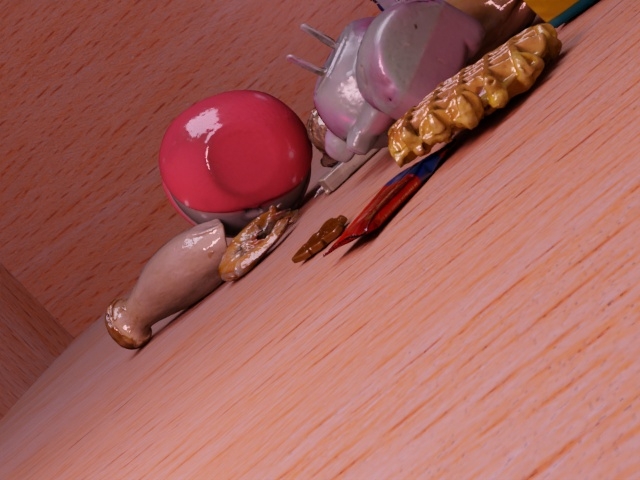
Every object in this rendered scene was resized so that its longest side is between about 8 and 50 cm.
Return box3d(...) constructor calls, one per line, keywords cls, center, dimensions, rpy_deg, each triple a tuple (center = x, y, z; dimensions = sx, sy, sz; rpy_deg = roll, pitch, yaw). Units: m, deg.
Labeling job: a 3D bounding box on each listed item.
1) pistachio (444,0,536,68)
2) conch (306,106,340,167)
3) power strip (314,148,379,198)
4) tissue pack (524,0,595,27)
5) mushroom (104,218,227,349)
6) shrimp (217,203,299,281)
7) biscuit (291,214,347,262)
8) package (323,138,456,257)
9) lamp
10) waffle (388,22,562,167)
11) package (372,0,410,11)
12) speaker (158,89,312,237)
box3d(cls="pistachio", center=(0.253, -0.370, 1.604), dimensions=(0.260, 0.163, 0.212), rpy_deg=(-29, 48, 49))
box3d(cls="conch", center=(0.049, -0.197, 1.878), dimensions=(0.155, 0.130, 0.207), rpy_deg=(-5, -35, -9))
box3d(cls="power strip", center=(0.069, -0.152, 1.779), dimensions=(0.227, 0.029, 0.080), rpy_deg=(-42, 8, -5))
box3d(cls="tissue pack", center=(0.385, -0.423, 1.332), dimensions=(0.271, 0.134, 0.192), rpy_deg=(-35, 11, 43))
box3d(cls="mushroom", center=(-0.274, 0.077, 1.884), dimensions=(0.350, 0.128, 0.128), rpy_deg=(-41, 7, 28))
box3d(cls="shrimp", center=(-0.099, 0.003, 1.742), dimensions=(0.132, 0.051, 0.187), rpy_deg=(1, 46, 51))
box3d(cls="biscuit", center=(0.000, 0.000, 1.347), dimensions=(0.092, 0.016, 0.082), rpy_deg=(-43, 13, -2))
box3d(cls="package", center=(0.083, -0.051, 1.191), dimensions=(0.200, 0.022, 0.083), rpy_deg=(-43, 9, -31))
box3d(cls="lamp", center=(0.081, -0.251, 1.507), dimensions=(0.301, 0.248, 0.247), rpy_deg=(168, 124, -74))
box3d(cls="waffle", center=(0.175, -0.172, 1.237), dimensions=(0.253, 0.056, 0.249), rpy_deg=(-39, 8, -14))
box3d(cls="package", center=(0.200, -0.460, 1.911), dimensions=(0.194, 0.071, 0.269), rpy_deg=(-43, 35, -3))
box3d(cls="speaker", center=(-0.156, -0.140, 1.924), dimensions=(0.294, 0.294, 0.294), rpy_deg=(-41, 8, 7))
